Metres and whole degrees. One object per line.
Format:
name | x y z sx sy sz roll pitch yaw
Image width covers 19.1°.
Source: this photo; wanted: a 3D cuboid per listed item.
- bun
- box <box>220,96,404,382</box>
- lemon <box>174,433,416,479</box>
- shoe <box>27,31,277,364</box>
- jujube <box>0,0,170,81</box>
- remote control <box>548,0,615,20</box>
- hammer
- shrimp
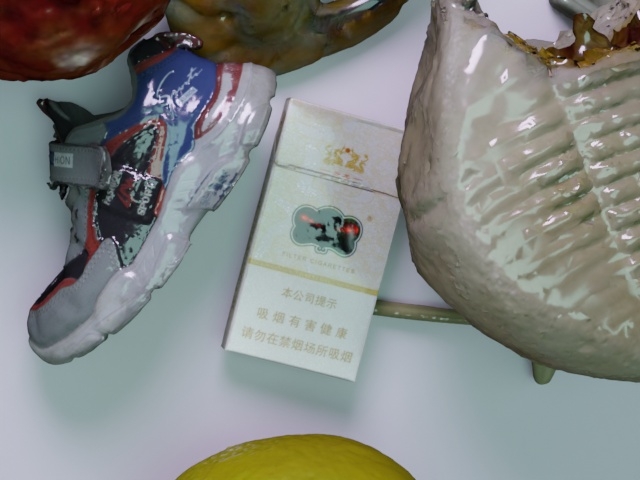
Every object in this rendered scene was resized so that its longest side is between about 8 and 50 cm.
bun | 0.170 -0.044 1.175 0.281 0.205 0.281 0 92 -12
box | 0.000 0.000 1.221 0.090 0.024 0.167 15 91 -12
lemon | -0.024 0.215 1.186 0.248 0.184 0.184 -6 102 -15
shoe | -0.128 -0.035 1.152 0.125 0.099 0.227 36 94 -12
jujube | -0.200 -0.220 1.051 0.197 0.197 0.290 -39 92 -5
remote control | 0.290 -0.142 1.280 0.285 0.038 0.123 28 91 -16
hammer | 0.071 0.058 1.266 0.195 0.028 0.060 7 105 -13
shrimp | 0.020 -0.188 1.164 0.254 0.059 0.145 -37 125 2
